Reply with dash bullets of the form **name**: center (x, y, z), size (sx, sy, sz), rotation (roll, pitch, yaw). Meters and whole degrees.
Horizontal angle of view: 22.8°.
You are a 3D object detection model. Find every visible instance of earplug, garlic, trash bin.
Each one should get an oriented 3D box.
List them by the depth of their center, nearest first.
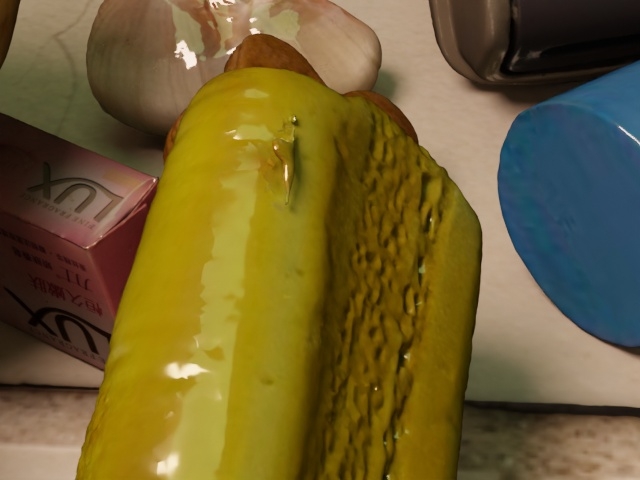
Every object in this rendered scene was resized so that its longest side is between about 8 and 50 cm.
- **earplug**: center (0.236, -0.063, 0.841), size (0.273, 0.132, 0.132), rotation (-28, 45, -29)
- **garlic**: center (-0.050, -0.117, 0.960), size (0.174, 0.099, 0.124), rotation (2, 56, 8)
- **trash bin**: center (0.154, -0.215, 0.988), size (0.209, 0.182, 0.290), rotation (-10, 35, -4)

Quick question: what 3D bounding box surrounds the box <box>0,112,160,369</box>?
- **box**: center (-0.141, 0.000, 0.818), size (0.156, 0.111, 0.060), rotation (22, 55, 31)

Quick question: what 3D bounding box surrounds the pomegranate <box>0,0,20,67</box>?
- **pomegranate**: center (-0.279, -0.145, 0.705), size (0.332, 0.332, 0.332), rotation (-3, 41, 3)

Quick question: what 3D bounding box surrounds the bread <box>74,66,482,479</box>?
- **bread**: center (-0.029, 0.111, 0.604), size (0.112, 0.166, 0.384), rotation (-19, 48, 38)

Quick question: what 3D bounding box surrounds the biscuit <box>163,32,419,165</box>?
- **biscuit**: center (0.000, 0.000, 0.790), size (0.180, 0.039, 0.236), rotation (26, 47, -27)
